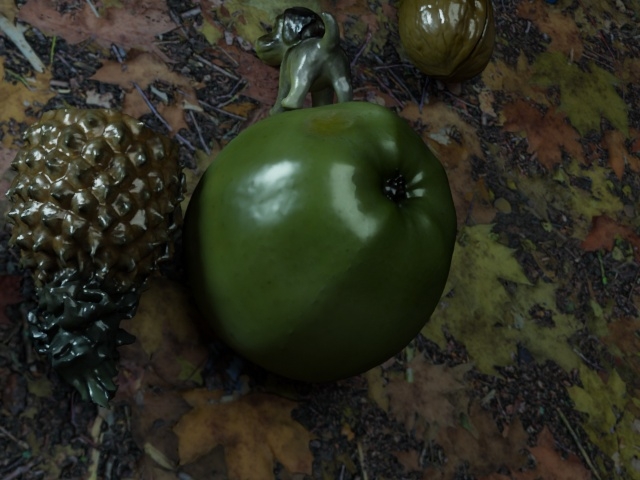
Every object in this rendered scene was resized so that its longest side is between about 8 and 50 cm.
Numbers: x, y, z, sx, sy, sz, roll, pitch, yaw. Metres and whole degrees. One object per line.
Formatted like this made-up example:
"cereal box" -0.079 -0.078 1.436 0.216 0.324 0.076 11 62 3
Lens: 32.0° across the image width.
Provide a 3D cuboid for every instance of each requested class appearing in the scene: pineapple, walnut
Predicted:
"pineapple" -0.275 0.032 1.334 0.222 0.223 0.358 10 68 -24
"walnut" 0.207 -0.357 1.832 0.167 0.167 0.207 9 62 -24

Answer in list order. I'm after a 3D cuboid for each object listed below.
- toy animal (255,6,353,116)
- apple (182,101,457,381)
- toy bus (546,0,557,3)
"toy animal" -0.023 -0.258 1.650 0.121 0.233 0.169 2 103 -17
"apple" 0.000 0.000 1.418 0.357 0.357 0.357 13 58 -22
"toy bus" 0.456 -0.530 2.049 0.090 0.184 0.106 27 56 -12
